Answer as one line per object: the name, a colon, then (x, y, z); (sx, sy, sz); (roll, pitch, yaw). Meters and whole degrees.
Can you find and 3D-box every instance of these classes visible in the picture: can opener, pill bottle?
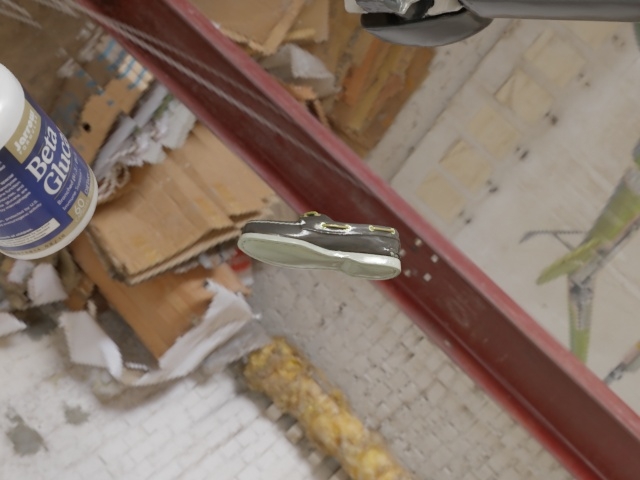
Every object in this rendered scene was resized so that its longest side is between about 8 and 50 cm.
can opener: (0.120, -0.160, 0.503); (0.093, 0.280, 0.074); (22, 86, -40)
pill bottle: (-0.231, -0.065, 0.591); (0.094, 0.094, 0.169); (-43, 149, -10)

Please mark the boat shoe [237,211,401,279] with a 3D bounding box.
boat shoe: (0.000, 0.000, 1.165); (0.081, 0.227, 0.069); (134, -36, -61)
